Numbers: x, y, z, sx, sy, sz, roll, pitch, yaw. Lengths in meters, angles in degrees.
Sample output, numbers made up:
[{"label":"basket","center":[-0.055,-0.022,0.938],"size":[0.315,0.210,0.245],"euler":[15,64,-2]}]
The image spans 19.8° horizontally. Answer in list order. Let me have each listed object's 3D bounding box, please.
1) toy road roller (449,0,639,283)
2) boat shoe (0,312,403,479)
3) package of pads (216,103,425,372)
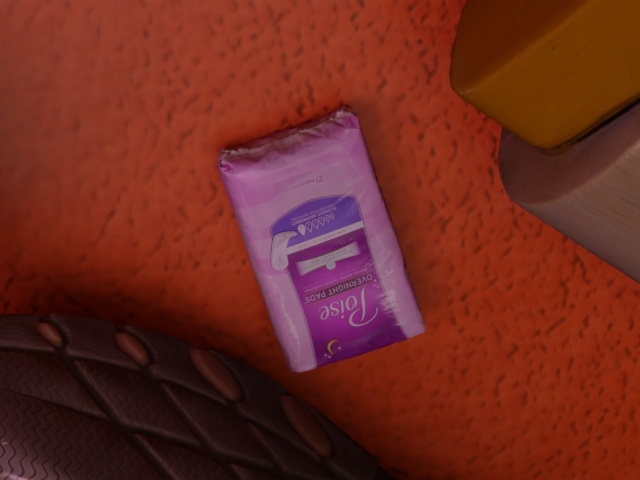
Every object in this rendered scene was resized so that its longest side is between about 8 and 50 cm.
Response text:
[{"label":"toy road roller","center":[0.214,-0.124,0.557],"size":[0.202,0.240,0.329],"euler":[32,138,-19]},{"label":"boat shoe","center":[0.001,0.147,0.608],"size":[0.355,0.132,0.130],"euler":[30,107,-25]},{"label":"package of pads","center":[0.000,0.000,0.620],"size":[0.050,0.032,0.083],"euler":[-19,111,-1]}]
